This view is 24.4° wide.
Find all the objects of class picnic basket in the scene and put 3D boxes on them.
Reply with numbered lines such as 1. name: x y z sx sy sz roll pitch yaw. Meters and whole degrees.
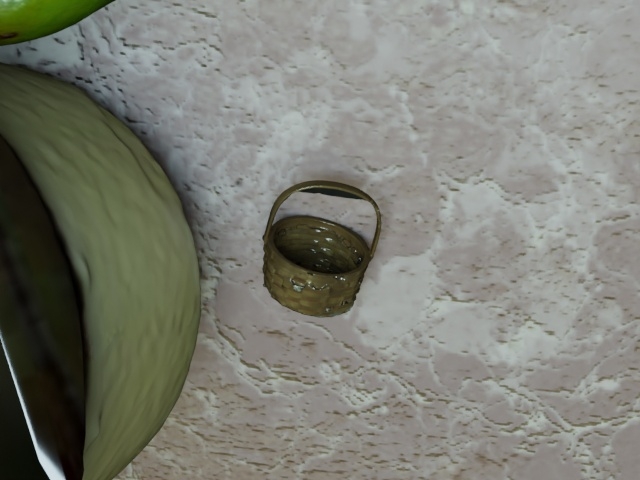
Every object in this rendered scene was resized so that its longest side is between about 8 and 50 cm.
1. picnic basket: 0.000 0.000 0.923 0.072 0.072 0.083 16 123 0

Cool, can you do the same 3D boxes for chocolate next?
1. chocolate: -0.212 0.028 0.851 0.326 0.297 0.314 -21 92 33

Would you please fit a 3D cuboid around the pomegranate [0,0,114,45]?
1. pomegranate: -0.137 -0.217 0.699 0.302 0.236 0.236 -10 124 48
